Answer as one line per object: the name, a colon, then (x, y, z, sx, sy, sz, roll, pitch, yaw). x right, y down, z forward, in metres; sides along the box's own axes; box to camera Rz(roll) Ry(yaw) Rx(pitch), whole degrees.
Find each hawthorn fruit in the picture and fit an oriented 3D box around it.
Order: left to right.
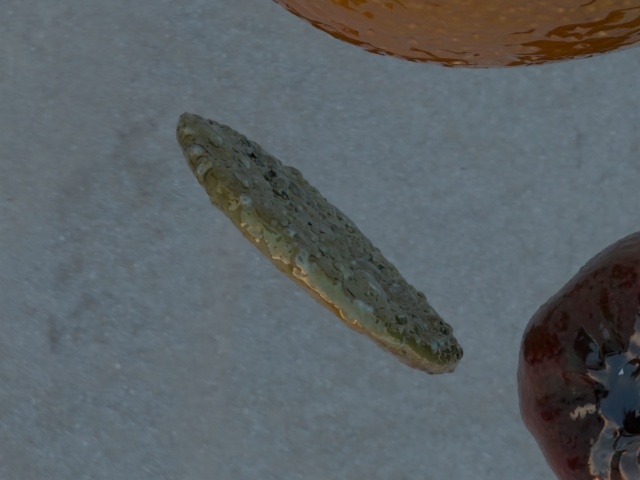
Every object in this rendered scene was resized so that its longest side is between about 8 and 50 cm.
hawthorn fruit: (0.199, 0.073, 0.737, 0.188, 0.169, 0.169, -12, 106, -60)

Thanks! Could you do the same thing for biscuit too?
biscuit: (-0.001, 0.001, 0.765, 0.220, 0.220, 0.033, 36, 101, -32)

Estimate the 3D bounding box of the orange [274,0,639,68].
orange: (0.052, -0.172, 0.375, 0.264, 0.264, 0.264, -6, 101, -32)
